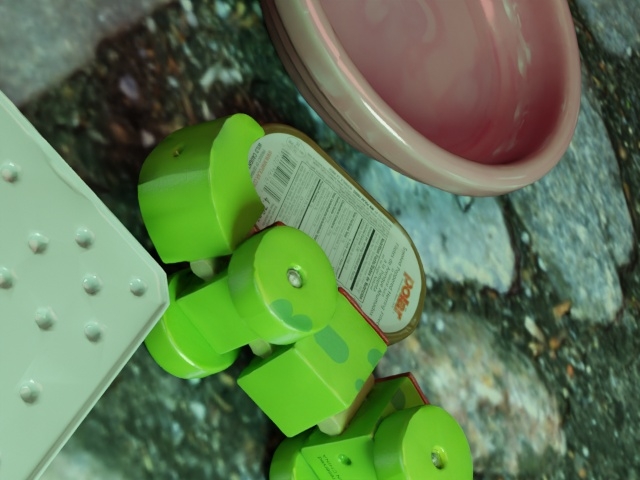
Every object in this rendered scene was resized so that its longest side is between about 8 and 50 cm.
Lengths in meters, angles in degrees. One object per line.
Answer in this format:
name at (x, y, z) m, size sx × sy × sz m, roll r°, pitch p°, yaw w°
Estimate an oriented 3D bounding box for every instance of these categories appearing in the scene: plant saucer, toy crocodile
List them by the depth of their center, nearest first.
toy crocodile at (0.002, 0.081, 0.741) m, size 0.341 × 0.115 × 0.105 m, roll 54°, pitch 44°, yaw -11°
plant saucer at (0.070, -0.184, 0.951) m, size 0.332 × 0.084 × 0.332 m, roll 21°, pitch 58°, yaw -36°

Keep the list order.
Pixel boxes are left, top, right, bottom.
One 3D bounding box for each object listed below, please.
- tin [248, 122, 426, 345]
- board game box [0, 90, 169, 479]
tin at (0.000, 0.000, 0.835) m, size 0.189 × 0.040 × 0.106 m, roll 42°, pitch 52°, yaw -23°
board game box at (-0.296, 0.012, 0.531) m, size 0.390 × 0.050 × 0.390 m, roll 49°, pitch 45°, yaw -16°
